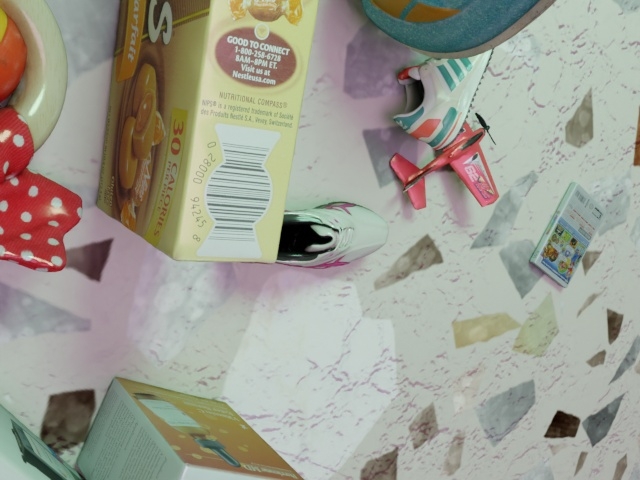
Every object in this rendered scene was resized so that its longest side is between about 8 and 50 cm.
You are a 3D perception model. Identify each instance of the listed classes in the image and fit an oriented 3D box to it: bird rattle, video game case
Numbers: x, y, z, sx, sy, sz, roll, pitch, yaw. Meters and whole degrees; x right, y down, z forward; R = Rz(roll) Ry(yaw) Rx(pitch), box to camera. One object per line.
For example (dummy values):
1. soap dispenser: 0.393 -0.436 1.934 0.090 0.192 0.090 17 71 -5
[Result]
1. bird rattle: -0.249 -0.101 0.490 0.253 0.143 0.207 39 65 -38
2. video game case: 0.336 -0.006 0.972 0.087 0.011 0.122 32 85 -36

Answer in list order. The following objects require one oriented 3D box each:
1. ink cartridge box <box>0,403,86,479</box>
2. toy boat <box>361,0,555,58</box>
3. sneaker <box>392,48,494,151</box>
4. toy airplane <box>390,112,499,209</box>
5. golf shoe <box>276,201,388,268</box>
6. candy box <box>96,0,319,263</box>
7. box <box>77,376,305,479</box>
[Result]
1. ink cartridge box: -0.287 0.271 0.566 0.226 0.131 0.306 -43 124 -16
2. toy boat: 0.076 -0.306 0.605 0.148 0.267 0.318 -29 87 -32
3. sneaker: 0.126 -0.178 0.755 0.075 0.057 0.161 23 81 -16
4. toy airplane: 0.139 -0.089 0.802 0.151 0.028 0.151 1 88 -27
5. golf shoe: 0.000 0.000 0.705 0.186 0.086 0.067 -3 104 -34
6. candy box: -0.086 -0.157 0.541 0.087 0.183 0.316 4 102 -35
7. box: -0.116 0.205 0.634 0.130 0.170 0.091 24 89 -37
